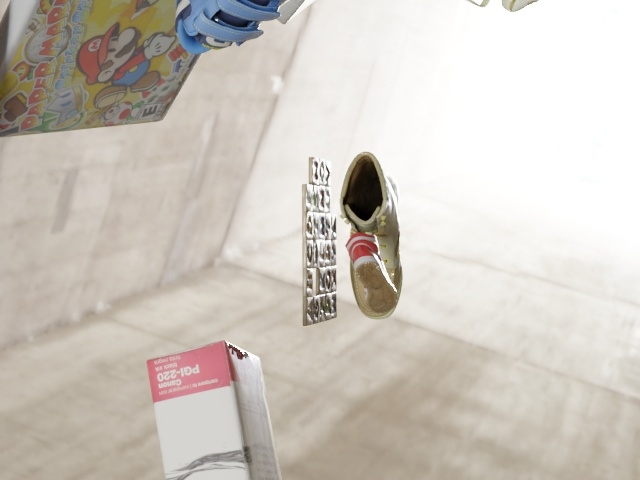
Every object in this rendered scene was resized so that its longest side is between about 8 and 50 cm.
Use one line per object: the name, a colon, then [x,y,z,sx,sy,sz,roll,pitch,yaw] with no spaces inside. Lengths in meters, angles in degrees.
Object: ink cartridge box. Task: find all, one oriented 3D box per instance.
ink cartridge box: [-0.101,0.227,1.340,0.158,0.092,0.218,47,-151,-73]

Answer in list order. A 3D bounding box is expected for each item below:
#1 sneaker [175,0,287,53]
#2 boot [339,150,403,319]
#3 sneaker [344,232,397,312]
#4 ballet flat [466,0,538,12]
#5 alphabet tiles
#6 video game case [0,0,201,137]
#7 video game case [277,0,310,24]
sneaker: [-0.050,-0.147,0.790,0.144,0.053,0.059,2,75,66]
boot: [0.068,-0.005,1.760,0.165,0.077,0.213,45,-134,-77]
sneaker: [0.063,0.037,1.599,0.118,0.042,0.067,67,-174,-51]
ballet flat: [0.232,-0.332,1.646,0.231,0.077,0.077,3,-70,-30]
alphabet tiles: [0.000,0.000,1.867,0.198,0.009,0.237,-1,-89,-77]
video game case: [-0.154,-0.172,0.996,0.206,0.026,0.227,-13,-33,-49]
video game case: [0.035,-0.349,1.507,0.201,0.023,0.183,-46,4,26]
